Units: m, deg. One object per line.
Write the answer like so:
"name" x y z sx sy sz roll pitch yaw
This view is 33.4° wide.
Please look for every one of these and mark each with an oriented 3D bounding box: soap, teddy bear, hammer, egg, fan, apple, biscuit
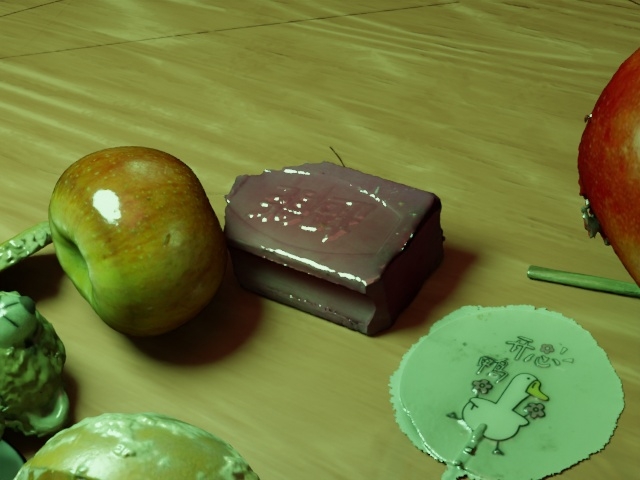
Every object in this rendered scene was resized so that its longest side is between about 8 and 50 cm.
"soap" 0.000 0.000 1.232 0.250 0.099 0.162 17 55 29
"teddy bear" -0.366 0.116 1.081 0.256 0.156 0.267 7 48 -50
"hammer" 0.316 0.047 1.164 0.182 0.017 0.062 11 45 25
"egg" -0.159 0.242 0.915 0.233 0.195 0.195 -5 41 16
"fan" 0.145 0.199 1.030 0.233 0.012 0.415 16 47 28
"apple" -0.198 -0.003 1.195 0.173 0.210 0.235 -24 56 -23
"biscuit" -0.413 0.040 1.257 0.176 0.031 0.228 -24 9 37

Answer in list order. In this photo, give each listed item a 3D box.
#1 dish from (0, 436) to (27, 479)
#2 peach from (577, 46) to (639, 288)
"dish" -0.430 0.243 0.985 0.316 0.106 0.316 15 7 -2
"peach" 0.424 -0.044 1.002 0.370 0.370 0.370 -6 41 6
